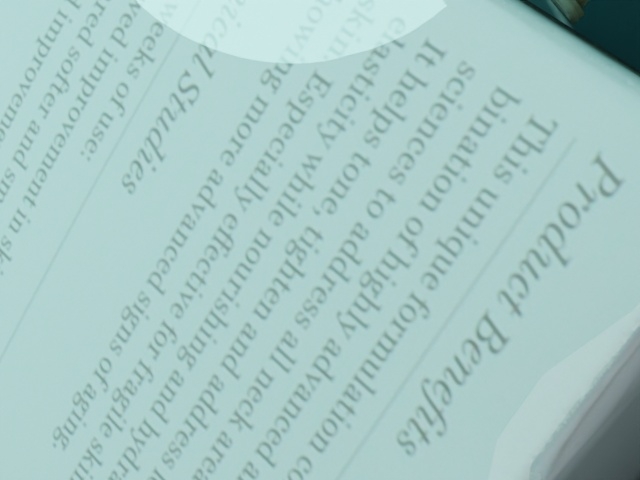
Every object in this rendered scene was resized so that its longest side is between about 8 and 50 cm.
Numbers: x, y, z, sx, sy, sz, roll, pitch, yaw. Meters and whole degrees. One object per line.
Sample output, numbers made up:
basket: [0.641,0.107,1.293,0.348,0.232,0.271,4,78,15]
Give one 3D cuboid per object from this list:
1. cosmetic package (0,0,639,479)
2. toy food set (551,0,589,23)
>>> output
cosmetic package: [0.000,0.000,0.560,0.393,0.327,0.329,41,108,25]
toy food set: [0.163,-0.290,0.515,0.306,0.092,0.220,-42,94,-2]
